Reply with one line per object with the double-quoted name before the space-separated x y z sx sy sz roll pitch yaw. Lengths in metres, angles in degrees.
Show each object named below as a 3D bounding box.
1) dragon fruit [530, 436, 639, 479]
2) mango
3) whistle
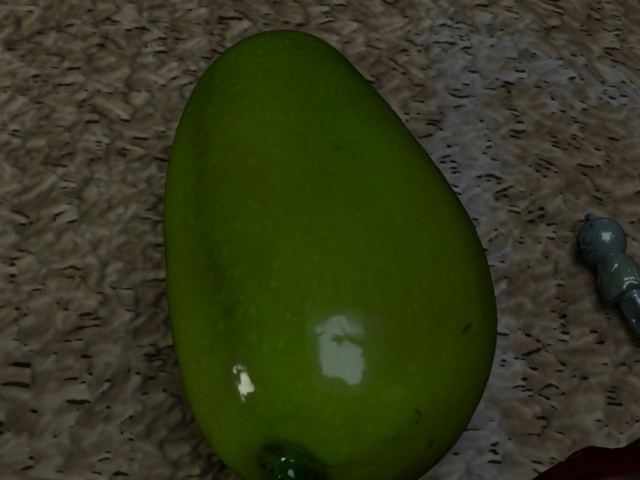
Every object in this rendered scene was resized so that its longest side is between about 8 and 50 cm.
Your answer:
"dragon fruit" 0.184 0.239 0.729 0.329 0.329 0.329 7 57 -11
"mango" 0.000 0.000 0.919 0.192 0.156 0.343 3 53 -18
"whistle" 0.203 0.023 1.032 0.035 0.035 0.100 -13 64 -22
